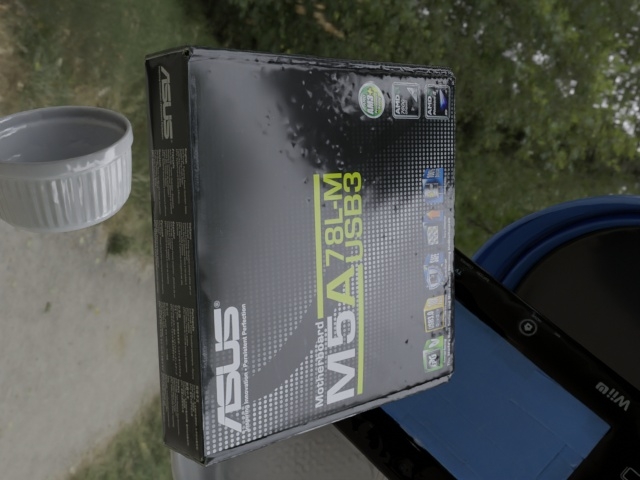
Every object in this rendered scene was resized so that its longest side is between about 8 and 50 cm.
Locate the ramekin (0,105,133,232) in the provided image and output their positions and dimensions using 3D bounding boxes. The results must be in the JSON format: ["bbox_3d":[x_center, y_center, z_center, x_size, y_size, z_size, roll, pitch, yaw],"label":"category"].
[{"bbox_3d":[-0.352,-0.096,1.032,0.207,0.207,0.109,-81,172,-60],"label":"ramekin"}]

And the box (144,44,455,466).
[{"bbox_3d":[0.000,0.000,0.409,0.045,0.184,0.191,6,-81,46],"label":"box"}]

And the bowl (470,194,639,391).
[{"bbox_3d":[0.272,0.152,0.667,0.077,0.391,0.391,-11,126,-42],"label":"bowl"}]

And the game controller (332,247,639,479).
[{"bbox_3d":[0.110,0.117,0.571,0.166,0.319,0.067,-50,156,0],"label":"game controller"}]

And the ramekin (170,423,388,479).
[{"bbox_3d":[-0.034,0.266,0.953,0.135,0.277,0.277,80,17,-52],"label":"ramekin"}]
